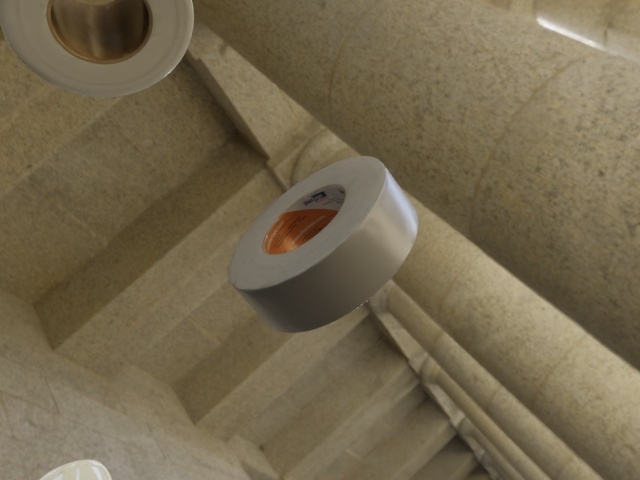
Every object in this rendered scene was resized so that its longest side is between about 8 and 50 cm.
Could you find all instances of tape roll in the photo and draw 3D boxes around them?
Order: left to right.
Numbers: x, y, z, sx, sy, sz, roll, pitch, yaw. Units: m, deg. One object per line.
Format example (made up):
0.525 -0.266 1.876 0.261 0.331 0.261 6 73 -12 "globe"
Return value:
-0.312 -0.347 0.849 0.246 0.169 0.246 -14 -39 -11 "tape roll"
0.000 0.000 0.703 0.219 0.219 0.072 -41 -64 -6 "tape roll"

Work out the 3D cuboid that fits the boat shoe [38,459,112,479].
-0.435 0.434 0.911 0.091 0.109 0.305 -36 -2 22 "boat shoe"
